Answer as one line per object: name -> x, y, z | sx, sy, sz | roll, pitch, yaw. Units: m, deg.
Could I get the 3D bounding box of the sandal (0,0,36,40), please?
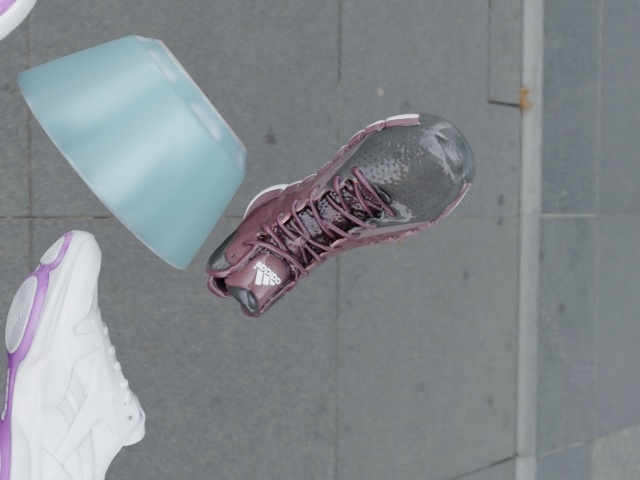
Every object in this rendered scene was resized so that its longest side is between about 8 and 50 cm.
sandal -> -0.439, -0.213, 0.633 | 0.416, 0.102, 0.170 | -3, 72, 3

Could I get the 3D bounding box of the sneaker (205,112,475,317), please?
sneaker -> 0.000, 0.000, 0.675 | 0.106, 0.281, 0.162 | 52, 46, -12

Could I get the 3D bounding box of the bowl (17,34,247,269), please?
bowl -> -0.208, -0.132, 0.976 | 0.163, 0.311, 0.312 | -37, 118, -1

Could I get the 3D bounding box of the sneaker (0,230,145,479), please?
sneaker -> -0.255, 0.141, 0.815 | 0.152, 0.114, 0.305 | 8, 96, -32
